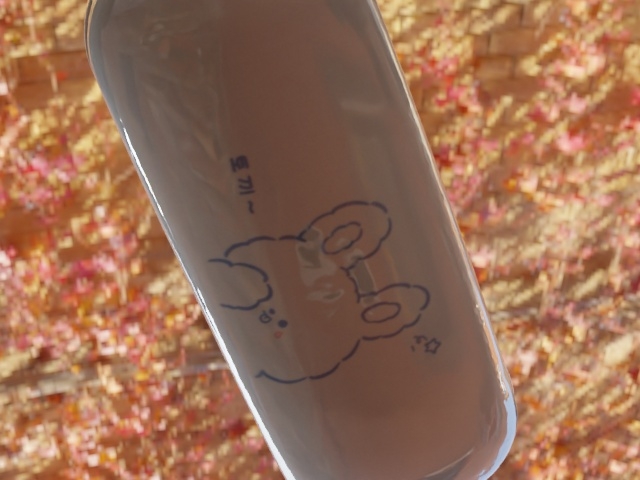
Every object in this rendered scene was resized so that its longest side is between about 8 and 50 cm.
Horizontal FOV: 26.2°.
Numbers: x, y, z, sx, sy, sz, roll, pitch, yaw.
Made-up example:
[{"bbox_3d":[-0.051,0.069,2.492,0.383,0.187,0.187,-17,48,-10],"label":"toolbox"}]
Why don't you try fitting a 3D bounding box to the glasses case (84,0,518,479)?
[{"bbox_3d":[0.000,0.000,0.457,0.092,0.233,0.059,-21,-151,0],"label":"glasses case"}]
